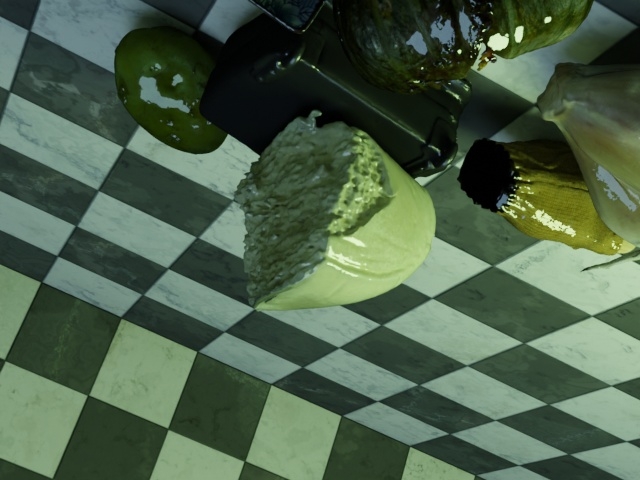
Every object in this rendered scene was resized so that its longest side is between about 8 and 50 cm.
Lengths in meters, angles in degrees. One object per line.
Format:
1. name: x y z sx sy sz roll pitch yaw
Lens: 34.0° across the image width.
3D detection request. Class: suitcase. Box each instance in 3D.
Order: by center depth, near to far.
1. suitcase: 0.017 -0.212 1.620 0.345 0.188 0.339 29 151 -24

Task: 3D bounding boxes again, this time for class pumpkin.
1. pumpkin: 0.169 -0.301 1.233 0.320 0.320 0.192 -3 114 37

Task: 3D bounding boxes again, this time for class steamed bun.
1. steamed bun: 0.000 0.000 1.570 0.273 0.272 0.290 32 159 -27

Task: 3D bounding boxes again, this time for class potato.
1. potato: -0.243 -0.256 1.760 0.186 0.148 0.253 -10 136 18

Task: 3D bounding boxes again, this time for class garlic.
1. garlic: 0.462 -0.090 1.442 0.246 0.231 0.340 -19 116 5

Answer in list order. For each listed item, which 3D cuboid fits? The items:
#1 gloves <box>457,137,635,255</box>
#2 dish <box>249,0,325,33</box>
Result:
1. gloves: 0.382 -0.072 1.666 0.356 0.155 0.203 22 -168 -38
2. dish: -0.078 -0.414 1.378 0.243 0.182 0.080 32 -171 -21
